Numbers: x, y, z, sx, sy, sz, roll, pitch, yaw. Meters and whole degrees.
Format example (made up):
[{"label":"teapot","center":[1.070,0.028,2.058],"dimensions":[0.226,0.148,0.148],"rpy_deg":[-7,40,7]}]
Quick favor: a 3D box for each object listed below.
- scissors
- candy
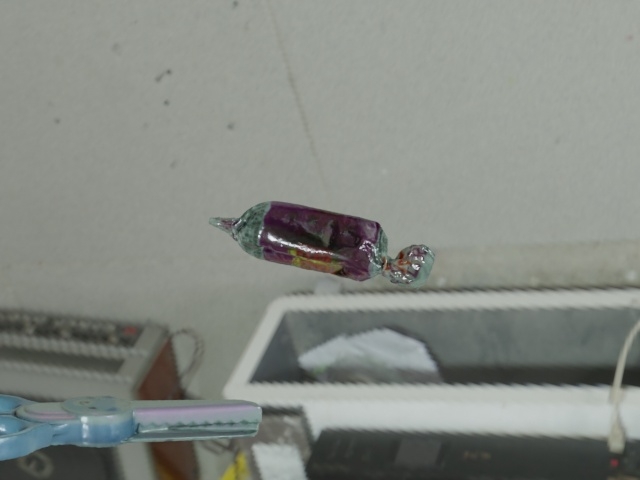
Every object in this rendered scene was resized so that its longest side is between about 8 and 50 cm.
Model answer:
[{"label":"scissors","center":[-0.168,0.134,1.024],"dimensions":[0.256,0.125,0.030],"rpy_deg":[0,99,-16]},{"label":"candy","center":[0.000,0.000,1.026],"dimensions":[0.175,0.043,0.045],"rpy_deg":[13,142,11]}]
